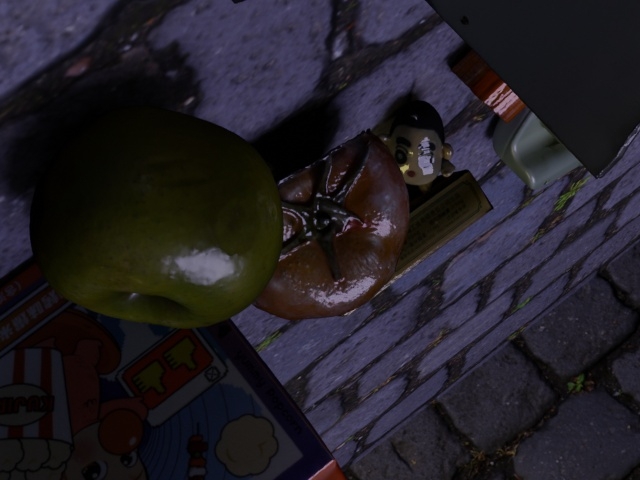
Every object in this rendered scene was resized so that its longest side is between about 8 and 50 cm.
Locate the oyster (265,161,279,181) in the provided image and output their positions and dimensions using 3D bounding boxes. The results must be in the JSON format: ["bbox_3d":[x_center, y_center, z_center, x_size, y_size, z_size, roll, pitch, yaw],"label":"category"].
[{"bbox_3d":[-0.071,-0.064,1.099,0.051,0.034,0.093,-23,168,-24],"label":"oyster"}]

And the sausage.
[{"bbox_3d":[0.287,-0.267,1.224,0.312,0.093,0.093,-44,161,12],"label":"sausage"}]

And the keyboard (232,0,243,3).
[{"bbox_3d":[0.006,-0.286,0.751,0.101,0.018,0.310,-27,158,-31],"label":"keyboard"}]

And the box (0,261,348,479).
[{"bbox_3d":[-0.199,0.207,1.026,0.348,0.318,0.257,-36,162,-7],"label":"box"}]

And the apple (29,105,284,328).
[{"bbox_3d":[-0.125,-0.017,0.867,0.196,0.196,0.157,64,36,-71],"label":"apple"}]

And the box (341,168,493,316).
[{"bbox_3d":[0.088,0.003,1.416,0.240,0.071,0.159,-35,-171,-14],"label":"box"}]

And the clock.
[{"bbox_3d":[0.381,-0.225,1.474,0.265,0.109,0.324,-28,158,-29],"label":"clock"}]

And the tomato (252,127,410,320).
[{"bbox_3d":[0.000,0.000,1.133,0.214,0.155,0.181,-33,-175,-11],"label":"tomato"}]

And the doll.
[{"bbox_3d":[0.108,-0.099,1.292,0.179,0.102,0.089,84,15,-64],"label":"doll"}]

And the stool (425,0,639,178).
[{"bbox_3d":[0.264,-0.220,1.002,0.243,0.270,0.170,-16,151,-49],"label":"stool"}]
